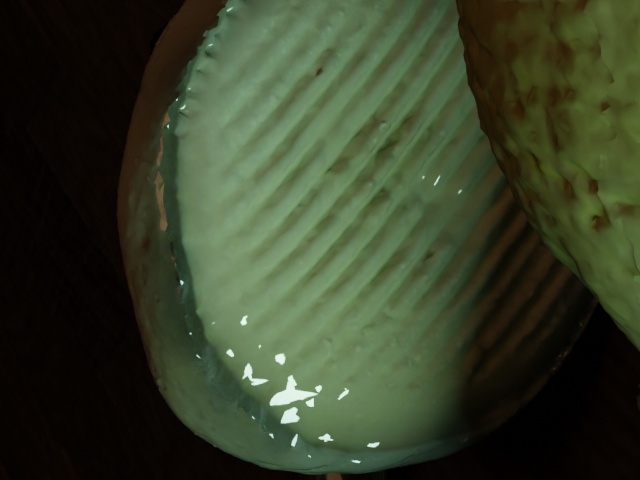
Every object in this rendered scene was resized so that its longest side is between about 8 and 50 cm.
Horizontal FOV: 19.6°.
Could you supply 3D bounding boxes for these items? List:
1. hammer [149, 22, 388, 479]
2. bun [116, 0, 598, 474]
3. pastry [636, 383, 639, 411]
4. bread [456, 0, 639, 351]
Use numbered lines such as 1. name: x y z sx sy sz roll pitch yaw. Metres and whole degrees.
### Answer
1. hammer: 0.000 0.000 1.112 0.242 0.095 0.409 -22 63 45
2. bun: 0.015 -0.021 0.969 0.146 0.287 0.287 -1 77 65
3. pastry: 0.250 0.179 0.702 0.329 0.136 0.330 -18 65 45
4. bread: 0.202 -0.089 0.704 0.320 0.320 0.237 41 148 49
